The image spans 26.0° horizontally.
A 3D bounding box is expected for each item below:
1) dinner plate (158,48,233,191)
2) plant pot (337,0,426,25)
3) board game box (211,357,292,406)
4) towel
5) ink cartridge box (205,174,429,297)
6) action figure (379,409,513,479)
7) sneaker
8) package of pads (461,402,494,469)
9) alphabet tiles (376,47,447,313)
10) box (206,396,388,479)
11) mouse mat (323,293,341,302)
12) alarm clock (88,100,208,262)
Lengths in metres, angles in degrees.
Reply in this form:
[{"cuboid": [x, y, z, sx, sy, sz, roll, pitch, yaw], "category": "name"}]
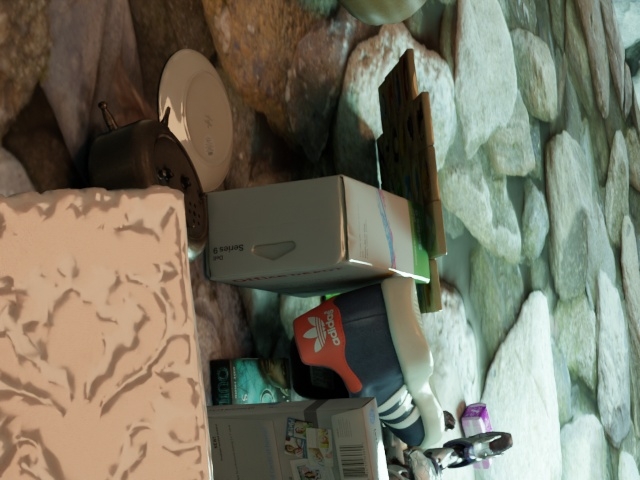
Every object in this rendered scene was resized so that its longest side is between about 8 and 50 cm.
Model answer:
[{"cuboid": [-0.115, -0.118, 1.353, 0.141, 0.017, 0.141, 19, 68, -62], "category": "dinner plate"}, {"cuboid": [0.055, -0.339, 1.615, 0.165, 0.167, 0.167, 40, 48, -67], "category": "plant pot"}, {"cuboid": [-0.063, 0.209, 1.372, 0.126, 0.026, 0.186, 8, 77, -64], "category": "board game box"}, {"cuboid": [-0.222, 0.128, 0.867, 0.331, 0.053, 0.317, -4, 87, -35], "category": "towel"}, {"cuboid": [0.000, 0.000, 1.403, 0.212, 0.154, 0.093, 11, 73, -64], "category": "ink cartridge box"}, {"cuboid": [0.142, 0.288, 1.709, 0.285, 0.099, 0.185, 9, 82, -61], "category": "action figure"}, {"cuboid": [0.047, 0.141, 1.491, 0.350, 0.148, 0.131, 72, 6, -61], "category": "sneaker"}, {"cuboid": [0.226, 0.276, 1.961, 0.050, 0.032, 0.083, -52, 130, -60], "category": "package of pads"}, {"cuboid": [0.100, -0.057, 1.594, 0.342, 0.011, 0.285, 143, -58, -83], "category": "alphabet tiles"}, {"cuboid": [-0.030, 0.219, 1.249, 0.038, 0.186, 0.145, -24, 105, -66], "category": "box"}, {"cuboid": [0.045, 0.073, 1.658, 0.189, 0.007, 0.153, -3, 87, -64], "category": "mouse mat"}, {"cuboid": [-0.139, -0.020, 1.185, 0.129, 0.064, 0.192, 29, 48, -68], "category": "alarm clock"}]
